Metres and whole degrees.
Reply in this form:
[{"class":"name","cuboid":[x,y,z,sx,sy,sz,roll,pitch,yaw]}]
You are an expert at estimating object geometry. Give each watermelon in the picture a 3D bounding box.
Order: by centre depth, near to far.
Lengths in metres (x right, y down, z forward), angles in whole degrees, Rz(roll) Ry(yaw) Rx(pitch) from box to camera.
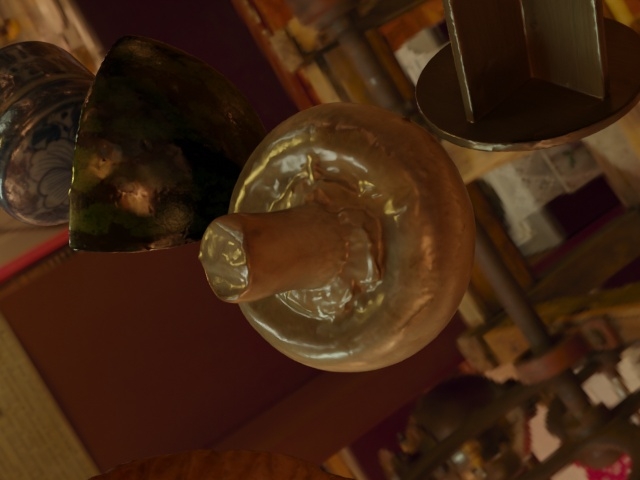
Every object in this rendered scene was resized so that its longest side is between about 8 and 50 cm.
[{"class":"watermelon","cuboid":[-0.136,-0.063,0.889,0.193,0.145,0.137,45,119,-9]}]

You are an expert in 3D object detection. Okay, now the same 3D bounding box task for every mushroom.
[{"class":"mushroom","cuboid":[0.000,0.000,0.795,0.207,0.215,0.207,4,97,37]}]

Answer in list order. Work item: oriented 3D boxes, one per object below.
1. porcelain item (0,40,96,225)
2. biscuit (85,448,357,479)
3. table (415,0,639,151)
[{"class":"porcelain item","cuboid":[-0.251,-0.094,0.980,0.114,0.147,0.147,40,152,29]},{"class":"biscuit","cuboid":[-0.070,0.162,0.457,0.144,0.224,0.033,19,122,11]},{"class":"table","cuboid":[0.123,-0.197,0.698,0.167,0.167,0.227,34,151,45]}]
